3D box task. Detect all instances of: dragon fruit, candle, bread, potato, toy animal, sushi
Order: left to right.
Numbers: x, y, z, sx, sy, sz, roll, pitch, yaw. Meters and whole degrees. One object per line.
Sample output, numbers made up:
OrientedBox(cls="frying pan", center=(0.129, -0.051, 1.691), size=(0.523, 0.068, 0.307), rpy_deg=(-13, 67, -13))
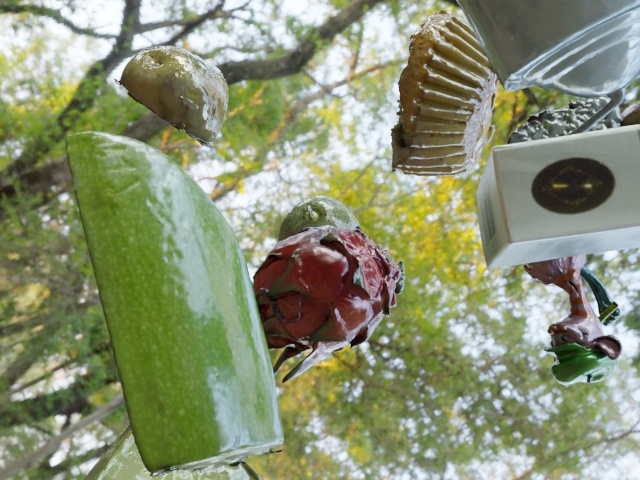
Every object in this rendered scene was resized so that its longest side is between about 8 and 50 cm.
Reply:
OrientedBox(cls="potato", center=(-0.216, -0.232, 1.221), size=(0.098, 0.138, 0.243), rpy_deg=(-58, -148, 7))
OrientedBox(cls="dragon fruit", center=(-0.009, 0.080, 1.201), size=(0.192, 0.274, 0.193), rpy_deg=(-112, 175, -50))
OrientedBox(cls="bread", center=(0.205, -0.229, 1.375), size=(0.149, 0.274, 0.274), rpy_deg=(16, -50, 16))
OrientedBox(cls="candle", center=(0.248, -0.289, 0.893), size=(0.342, 0.221, 0.221), rpy_deg=(62, -31, 4))
OrientedBox(cls="sushi", center=(0.307, -0.117, 1.068), size=(0.090, 0.150, 0.078), rpy_deg=(64, -1, 28))
OrientedBox(cls="toy animal", center=(0.255, 0.047, 0.882), size=(0.100, 0.103, 0.208), rpy_deg=(-54, -138, 39))

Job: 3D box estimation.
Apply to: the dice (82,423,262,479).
OrientedBox(cls="dice", center=(-0.227, 0.396, 1.159), size=(0.233, 0.238, 0.227), rpy_deg=(40, -39, -6))

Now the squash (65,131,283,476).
OrientedBox(cls="squash", center=(-0.113, 0.055, 0.753), size=(0.203, 0.111, 0.288), rpy_deg=(59, 14, -74))

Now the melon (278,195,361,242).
OrientedBox(cls="melon", center=(0.000, 0.000, 1.377), size=(0.139, 0.139, 0.192), rpy_deg=(46, -13, 29))

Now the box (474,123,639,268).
OrientedBox(cls="box", center=(0.248, -0.036, 0.607), size=(0.164, 0.257, 0.069), rpy_deg=(49, 34, -80))

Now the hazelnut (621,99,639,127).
OrientedBox(cls="hazelnut", center=(0.490, -0.110, 1.107), size=(0.210, 0.210, 0.186), rpy_deg=(52, -25, 21))
